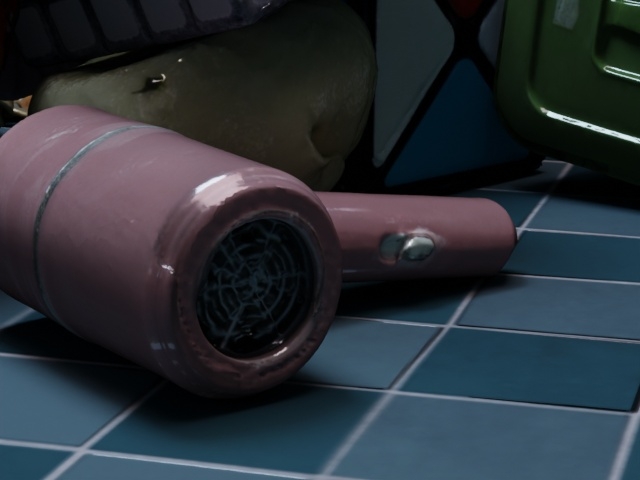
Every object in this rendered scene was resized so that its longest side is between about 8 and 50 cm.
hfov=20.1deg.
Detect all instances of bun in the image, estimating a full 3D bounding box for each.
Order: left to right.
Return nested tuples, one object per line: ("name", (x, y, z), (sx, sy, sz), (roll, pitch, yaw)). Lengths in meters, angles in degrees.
("bun", (-0.070, -0.074, 1.231), (0.259, 0.160, 0.259), (-21, 12, 5))

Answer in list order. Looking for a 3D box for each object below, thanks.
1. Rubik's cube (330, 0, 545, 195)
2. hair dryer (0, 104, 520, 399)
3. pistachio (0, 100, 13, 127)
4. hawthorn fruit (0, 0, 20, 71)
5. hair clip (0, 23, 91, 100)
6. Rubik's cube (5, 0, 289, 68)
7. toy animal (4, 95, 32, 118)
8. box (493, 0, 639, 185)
("Rubik's cube", (0.026, -0.176, 1.457), (0.246, 0.248, 0.250), (15, 20, 42))
("hair dryer", (0.000, 0.000, 1.052), (0.352, 0.125, 0.210), (-2, 13, -37))
("pistachio", (-0.351, -0.140, 1.616), (0.185, 0.108, 0.126), (21, -18, 40))
("hawthorn fruit", (-0.338, -0.113, 1.120), (0.315, 0.316, 0.316), (0, 14, 0))
("hair clip", (-0.251, -0.134, 1.337), (0.173, 0.300, 0.069), (-2, 56, -43))
("Rubik's cube", (-0.087, -0.268, 1.174), (0.237, 0.238, 0.237), (-33, 17, -38))
("toy animal", (-0.294, -0.166, 1.764), (0.157, 0.097, 0.312), (-12, 17, 0))
("box", (0.310, -0.166, 1.338), (0.328, 0.253, 0.177), (20, 24, 31))
